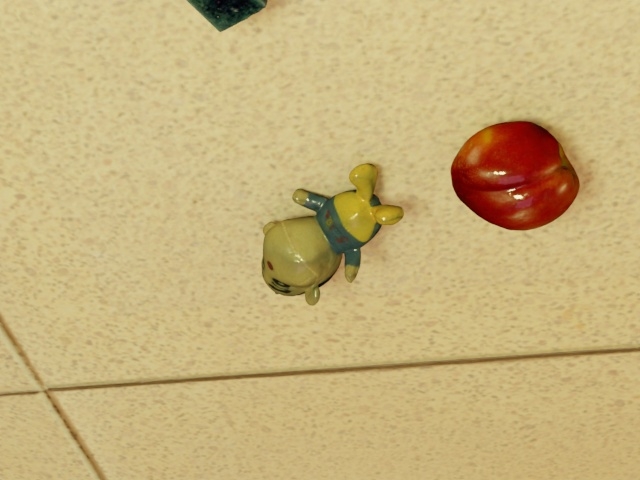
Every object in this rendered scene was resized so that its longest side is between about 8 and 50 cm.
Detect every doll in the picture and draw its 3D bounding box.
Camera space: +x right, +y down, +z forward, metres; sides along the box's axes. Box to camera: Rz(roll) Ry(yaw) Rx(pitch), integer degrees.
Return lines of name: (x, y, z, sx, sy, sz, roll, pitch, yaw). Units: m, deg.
doll: (0.000, 0.000, 1.278, 0.089, 0.102, 0.179, -17, 158, -42)

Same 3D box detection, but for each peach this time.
peach: (0.164, -0.053, 1.190, 0.101, 0.100, 0.100, 2, 141, 2)

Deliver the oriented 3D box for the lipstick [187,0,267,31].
lipstick: (-0.151, -0.270, 0.984, 0.051, 0.051, 0.312, -22, 132, 31)
